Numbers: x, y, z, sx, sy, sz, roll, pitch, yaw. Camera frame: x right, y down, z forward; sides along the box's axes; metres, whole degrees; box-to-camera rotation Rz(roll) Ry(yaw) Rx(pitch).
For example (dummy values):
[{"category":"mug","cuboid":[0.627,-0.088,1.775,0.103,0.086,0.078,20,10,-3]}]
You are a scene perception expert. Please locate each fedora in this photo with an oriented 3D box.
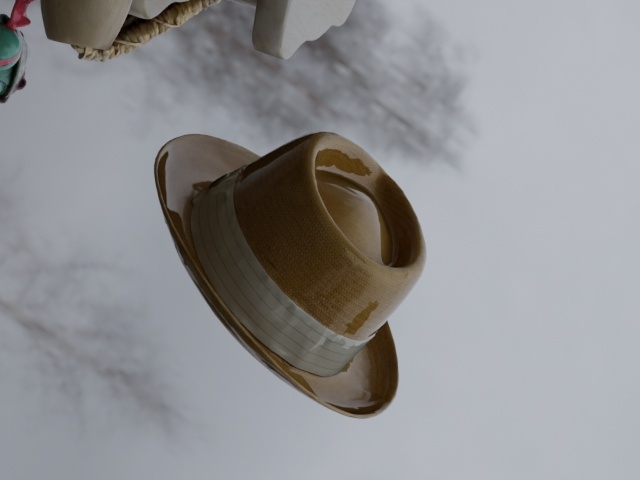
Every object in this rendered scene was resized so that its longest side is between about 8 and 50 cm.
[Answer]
[{"category":"fedora","cuboid":[0.000,0.000,0.988,0.079,0.194,0.194,-39,-157,20]}]

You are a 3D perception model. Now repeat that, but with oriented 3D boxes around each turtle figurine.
[{"category":"turtle figurine","cuboid":[-0.322,-0.161,1.726,0.234,0.118,0.175,157,-59,-68]}]

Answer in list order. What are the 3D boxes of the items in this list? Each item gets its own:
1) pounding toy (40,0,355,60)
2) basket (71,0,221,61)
[{"category":"pounding toy","cuboid":[-0.057,-0.175,0.831,0.269,0.155,0.154,-47,153,-72]},{"category":"basket","cuboid":[-0.136,-0.328,1.649,0.299,0.213,0.223,80,5,-50]}]
